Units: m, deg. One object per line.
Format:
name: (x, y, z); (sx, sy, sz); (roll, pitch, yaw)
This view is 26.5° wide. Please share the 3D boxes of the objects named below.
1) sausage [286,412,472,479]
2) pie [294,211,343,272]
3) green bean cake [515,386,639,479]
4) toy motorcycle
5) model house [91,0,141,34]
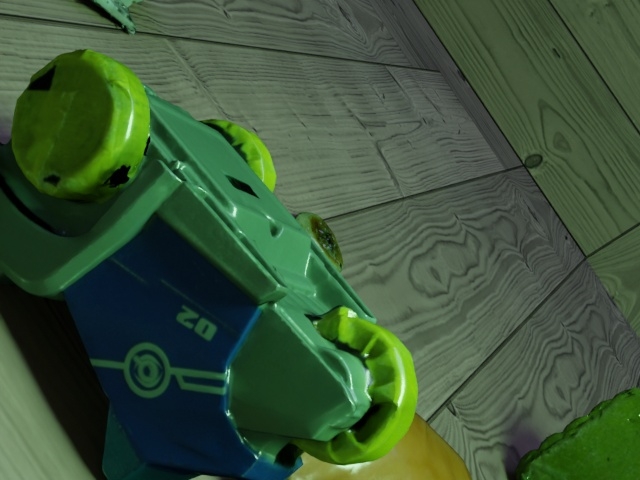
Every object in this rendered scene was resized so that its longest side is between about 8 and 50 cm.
sausage: (0.039, 0.193, 1.041); (0.241, 0.120, 0.136); (41, 55, -35)
pie: (0.001, 0.001, 1.466); (0.084, 0.021, 0.084); (48, 19, -22)
green bean cake: (0.346, 0.296, 1.551); (0.214, 0.200, 0.113); (59, 8, 25)
toy motorcycle: (-0.090, 0.045, 0.878); (0.326, 0.200, 0.191); (52, 14, 28)
model house: (-0.168, -0.356, 1.349); (0.224, 0.215, 0.198); (62, -13, 19)
